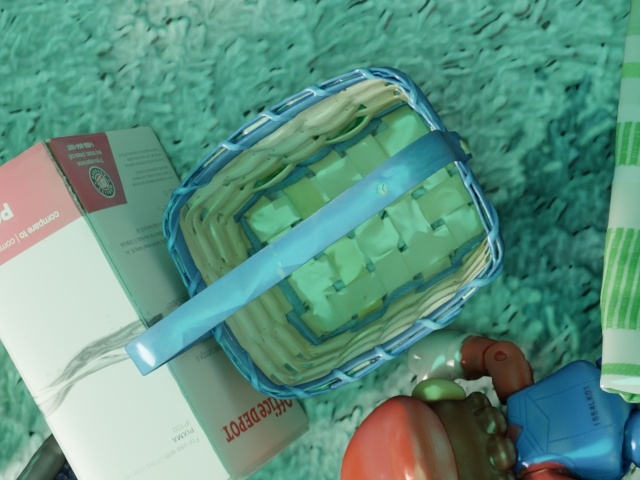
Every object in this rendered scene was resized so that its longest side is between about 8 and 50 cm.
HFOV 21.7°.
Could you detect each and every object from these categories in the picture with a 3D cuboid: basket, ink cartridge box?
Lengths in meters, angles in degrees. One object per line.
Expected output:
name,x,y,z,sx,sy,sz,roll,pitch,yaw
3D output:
basket,0.000,0.000,1.197,0.255,0.289,0.201,-33,92,12
ink cartridge box,-0.145,0.064,1.284,0.117,0.207,0.283,-29,87,16

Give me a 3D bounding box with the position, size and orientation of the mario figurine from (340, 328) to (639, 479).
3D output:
mario figurine,0.172,0.152,1.254,0.320,0.198,0.170,-17,114,5

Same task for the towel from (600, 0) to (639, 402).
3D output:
towel,0.329,-0.035,1.179,0.248,0.038,0.325,5,74,13

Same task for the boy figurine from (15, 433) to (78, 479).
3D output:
boy figurine,-0.120,0.265,1.314,0.285,0.177,0.092,36,103,4
